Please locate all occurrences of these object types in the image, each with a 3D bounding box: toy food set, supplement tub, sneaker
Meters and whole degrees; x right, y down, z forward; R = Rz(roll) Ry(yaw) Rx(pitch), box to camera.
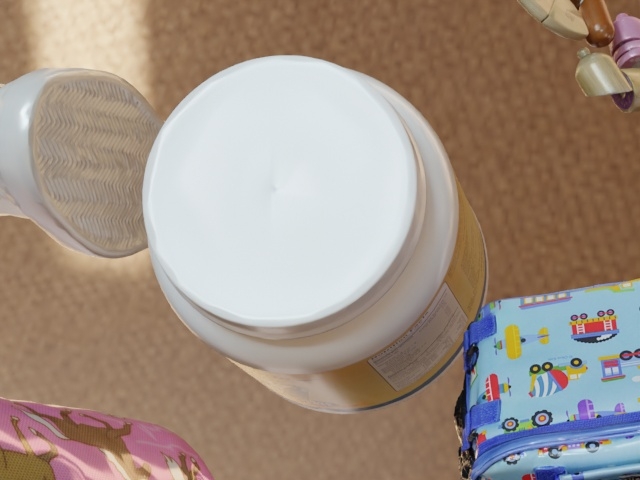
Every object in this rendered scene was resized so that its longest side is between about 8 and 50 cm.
[{"bbox_3d":[0.121,-0.096,0.896,0.122,0.078,0.019,45,125,-4],"label":"toy food set"},{"bbox_3d":[0.000,0.000,0.939,0.144,0.144,0.200,-2,166,11],"label":"supplement tub"},{"bbox_3d":[-0.178,-0.048,1.198,0.169,0.108,0.292,8,176,17],"label":"sneaker"}]

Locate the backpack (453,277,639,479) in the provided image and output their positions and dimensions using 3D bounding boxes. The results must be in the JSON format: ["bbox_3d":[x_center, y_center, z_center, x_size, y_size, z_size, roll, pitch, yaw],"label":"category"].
[{"bbox_3d":[0.136,0.116,0.866,0.158,0.173,0.117,-6,136,13],"label":"backpack"}]

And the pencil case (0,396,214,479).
[{"bbox_3d":[-0.221,0.143,0.989,0.386,0.160,0.167,20,105,-53],"label":"pencil case"}]
